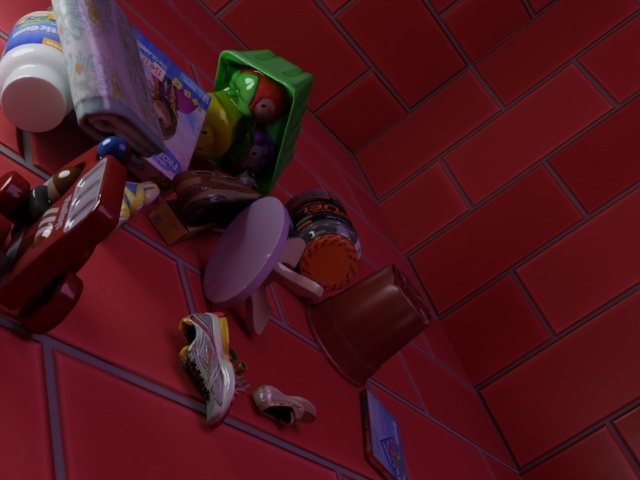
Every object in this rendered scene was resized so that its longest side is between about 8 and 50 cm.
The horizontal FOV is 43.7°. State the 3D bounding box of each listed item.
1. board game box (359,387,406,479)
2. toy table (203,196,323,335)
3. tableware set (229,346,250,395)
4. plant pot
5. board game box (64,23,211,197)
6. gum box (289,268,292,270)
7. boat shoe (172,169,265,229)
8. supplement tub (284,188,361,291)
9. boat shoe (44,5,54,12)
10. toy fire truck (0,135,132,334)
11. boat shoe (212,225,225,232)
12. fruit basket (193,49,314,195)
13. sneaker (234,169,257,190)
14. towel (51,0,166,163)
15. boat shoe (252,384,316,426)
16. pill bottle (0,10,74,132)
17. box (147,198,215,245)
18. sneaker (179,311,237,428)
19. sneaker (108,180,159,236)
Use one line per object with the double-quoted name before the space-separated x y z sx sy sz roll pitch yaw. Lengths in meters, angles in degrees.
"board game box" 0.159 0.509 2.039 0.145 0.027 0.281 48 15 -17
"toy table" -0.127 0.061 1.772 0.252 0.274 0.161 19 -23 44
"tableware set" -0.181 0.253 1.551 0.104 0.024 0.154 56 15 8
"plant pot" 0.145 0.216 2.193 0.272 0.265 0.272 49 15 -18
"board game box" -0.409 -0.310 1.795 0.318 0.066 0.318 40 41 -33
"gum box" -0.154 0.019 2.150 0.184 0.041 0.157 42 18 -40
"boat shoe" -0.228 -0.107 1.810 0.120 0.122 0.324 55 13 12
"supplement tub" 0.000 0.000 2.298 0.207 0.207 0.338 47 9 -25
"boat shoe" -0.574 -0.488 1.885 0.104 0.110 0.307 53 4 14
"toy fire truck" -0.369 -0.033 1.143 0.169 0.254 0.302 47 16 -27
"boat shoe" -0.202 -0.063 2.024 0.084 0.079 0.233 51 24 25
"fruit basket" -0.225 -0.305 2.118 0.283 0.392 0.392 33 9 16
"sneaker" -0.239 -0.145 2.072 0.086 0.132 0.228 58 14 15
"towel" -0.410 -0.333 1.526 0.374 0.090 0.321 69 4 -82
"boat shoe" -0.070 0.349 1.620 0.170 0.063 0.059 30 29 -38
"pill bottle" -0.528 -0.317 1.508 0.152 0.152 0.272 44 16 -34
"box" -0.302 -0.051 1.804 0.087 0.058 0.232 54 15 0
"sneaker" -0.209 0.232 1.430 0.092 0.088 0.225 5 49 -25
"sneaker" -0.397 -0.099 1.546 0.126 0.091 0.240 51 15 -10
